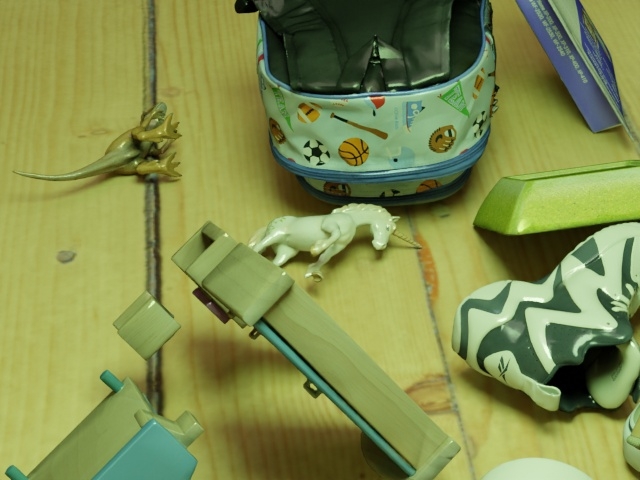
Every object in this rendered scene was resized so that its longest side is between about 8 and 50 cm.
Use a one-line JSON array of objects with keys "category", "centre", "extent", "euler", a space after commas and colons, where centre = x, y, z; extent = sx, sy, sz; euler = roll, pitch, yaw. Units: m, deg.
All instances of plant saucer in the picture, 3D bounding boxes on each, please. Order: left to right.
[{"category": "plant saucer", "centre": [0.244, -0.043, 1.616], "extent": [0.188, 0.045, 0.188], "euler": [-8, 5, -5]}]

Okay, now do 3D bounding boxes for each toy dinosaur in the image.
[{"category": "toy dinosaur", "centre": [-0.204, -0.086, 1.823], "extent": [0.112, 0.064, 0.211], "euler": [-6, 18, 33]}]

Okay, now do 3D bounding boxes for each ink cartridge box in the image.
[{"category": "ink cartridge box", "centre": [0.250, -0.218, 1.828], "extent": [0.045, 0.206, 0.208], "euler": [-28, 26, 16]}]

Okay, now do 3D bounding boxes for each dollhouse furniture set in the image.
[{"category": "dollhouse furniture set", "centre": [-0.097, 0.176, 1.376], "extent": [0.303, 0.198, 0.286], "euler": [-45, 18, -5]}]

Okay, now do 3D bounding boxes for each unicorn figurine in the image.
[{"category": "unicorn figurine", "centre": [0.000, 0.000, 1.642], "extent": [0.162, 0.060, 0.111], "euler": [8, 35, 19]}]

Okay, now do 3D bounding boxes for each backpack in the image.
[{"category": "backpack", "centre": [0.053, -0.149, 1.736], "extent": [0.277, 0.213, 0.263], "euler": [-8, 24, 7]}]

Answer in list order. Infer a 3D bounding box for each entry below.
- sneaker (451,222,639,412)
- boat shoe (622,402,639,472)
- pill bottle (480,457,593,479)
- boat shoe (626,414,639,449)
[{"category": "sneaker", "centre": [0.243, 0.076, 1.468], "extent": [0.235, 0.094, 0.153], "euler": [-16, 41, -29]}, {"category": "boat shoe", "centre": [0.367, 0.097, 1.408], "extent": [0.302, 0.094, 0.109], "euler": [-22, 36, -23]}, {"category": "pill bottle", "centre": [0.132, 0.253, 1.159], "extent": [0.131, 0.131, 0.229], "euler": [3, 33, 13]}, {"category": "boat shoe", "centre": [0.262, 0.138, 1.310], "extent": [0.072, 0.068, 0.190], "euler": [-16, 70, 14]}]
